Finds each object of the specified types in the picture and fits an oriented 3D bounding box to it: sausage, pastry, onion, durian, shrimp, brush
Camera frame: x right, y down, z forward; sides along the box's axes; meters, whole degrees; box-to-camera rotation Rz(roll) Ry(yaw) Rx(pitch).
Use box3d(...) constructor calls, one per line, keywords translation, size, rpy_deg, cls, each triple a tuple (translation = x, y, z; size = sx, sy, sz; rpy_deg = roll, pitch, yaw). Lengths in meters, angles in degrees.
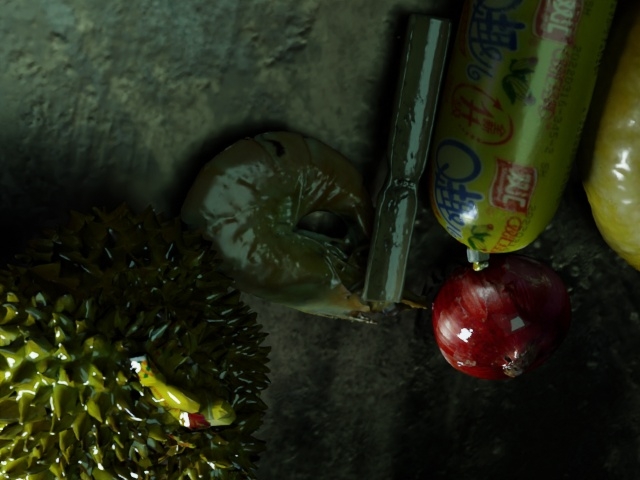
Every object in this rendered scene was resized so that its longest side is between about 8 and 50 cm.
box3d(translation=(0.168, -0.136, 0.974), size=(0.123, 0.123, 0.347), rpy_deg=(4, 109, -25), cls="sausage")
box3d(translation=(0.382, -0.116, 1.059), size=(0.356, 0.164, 0.355), rpy_deg=(-11, 121, -19), cls="pastry")
box3d(translation=(0.164, 0.071, 1.068), size=(0.131, 0.131, 0.131), rpy_deg=(-9, 115, -19), cls="onion")
box3d(translation=(-0.160, 0.097, 0.846), size=(0.258, 0.293, 0.258), rpy_deg=(0, 102, 1), cls="durian")
box3d(translation=(0.001, 0.000, 1.004), size=(0.267, 0.061, 0.145), rpy_deg=(31, 88, -29), cls="shrimp")
box3d(translation=(0.070, -0.069, 0.992), size=(0.043, 0.036, 0.247), rpy_deg=(6, 99, -15), cls="brush")
